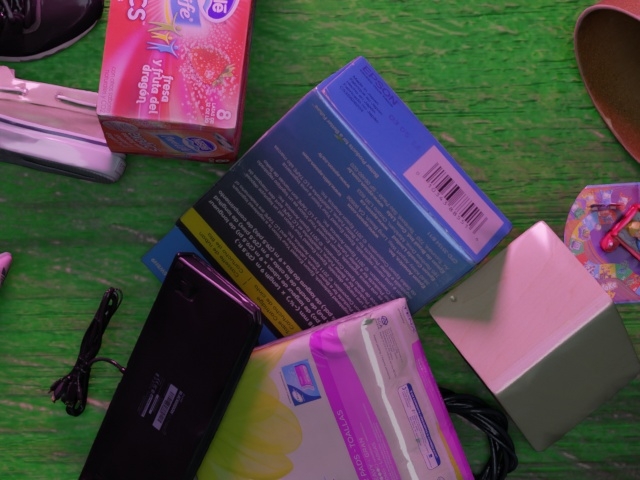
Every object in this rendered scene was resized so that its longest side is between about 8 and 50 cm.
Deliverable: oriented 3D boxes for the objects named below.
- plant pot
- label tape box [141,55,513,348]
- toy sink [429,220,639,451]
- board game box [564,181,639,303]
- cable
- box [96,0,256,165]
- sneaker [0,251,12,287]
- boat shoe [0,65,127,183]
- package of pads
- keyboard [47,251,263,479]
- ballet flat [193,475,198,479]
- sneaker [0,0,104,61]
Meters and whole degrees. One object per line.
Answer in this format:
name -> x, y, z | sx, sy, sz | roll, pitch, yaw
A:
plant pot -> 0.436, -0.210, 1.762 | 0.254, 0.237, 0.237 | -36, 91, -15
label tape box -> 0.000, 0.000, 1.784 | 0.240, 0.106, 0.334 | 48, 129, -2
toy sink -> 0.229, 0.103, 1.783 | 0.153, 0.234, 0.131 | -39, 62, 1
board game box -> 0.353, 0.002, 1.844 | 0.169, 0.033, 0.133 | -3, 91, 0
cable -> 0.123, 0.234, 1.840 | 0.184, 0.047, 0.150 | 15, 91, -1
box -> -0.139, -0.243, 1.748 | 0.142, 0.154, 0.300 | 6, 77, -1
sneaker -> -0.468, -0.040, 1.812 | 0.131, 0.112, 0.319 | -43, 95, -16
boat shoe -> -0.350, -0.140, 1.811 | 0.302, 0.109, 0.094 | 15, 78, -11
package of pads -> -0.002, 0.210, 1.747 | 0.296, 0.101, 0.229 | -20, 92, 37
keyboard -> -0.185, 0.149, 1.781 | 0.201, 0.033, 0.317 | 36, 116, 21
ballet flat -> -0.147, 0.231, 1.836 | 0.052, 0.057, 0.168 | -20, 93, -22
sneaker -> -0.372, -0.240, 1.786 | 0.283, 0.124, 0.107 | -8, 92, -1
